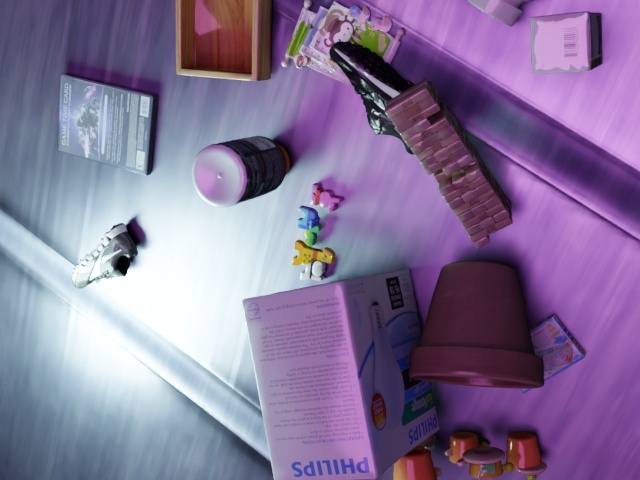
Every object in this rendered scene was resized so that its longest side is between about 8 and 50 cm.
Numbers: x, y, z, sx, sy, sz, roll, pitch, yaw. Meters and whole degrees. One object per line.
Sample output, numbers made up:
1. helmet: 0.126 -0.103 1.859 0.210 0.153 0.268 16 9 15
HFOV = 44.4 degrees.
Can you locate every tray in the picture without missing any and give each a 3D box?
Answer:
1. tray: -0.204 -0.557 1.669 0.203 0.076 0.410 9 108 22

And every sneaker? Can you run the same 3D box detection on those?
1. sneaker: -0.543 0.066 1.985 0.234 0.078 0.106 -44 82 25
2. sneaker: 0.116 -0.277 1.571 0.283 0.107 0.124 38 122 2

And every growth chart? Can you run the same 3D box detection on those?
1. growth chart: 0.045 -0.406 1.626 0.237 0.021 0.172 24 113 15

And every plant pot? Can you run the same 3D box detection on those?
1. plant pot: 0.309 0.167 1.543 0.263 0.263 0.229 -1 75 24

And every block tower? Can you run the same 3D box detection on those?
1. block tower: 0.254 -0.149 1.504 0.097 0.091 0.335 -28 112 21

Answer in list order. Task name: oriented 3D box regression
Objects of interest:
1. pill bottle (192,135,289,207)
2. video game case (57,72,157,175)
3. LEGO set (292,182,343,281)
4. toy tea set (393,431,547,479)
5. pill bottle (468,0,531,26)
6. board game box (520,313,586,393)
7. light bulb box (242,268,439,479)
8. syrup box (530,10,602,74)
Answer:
1. pill bottle: -0.154 -0.152 1.656 0.130 0.246 0.130 6 104 23
2. video game case: -0.524 -0.284 1.913 0.274 0.026 0.196 17 110 21
3. LEGO set: 0.000 0.000 1.718 0.093 0.087 0.227 15 111 20
4. toy tea set: 0.302 0.487 1.653 0.336 0.200 0.124 -5 93 20
5. pill bottle: 0.362 -0.505 1.399 0.121 0.121 0.221 37 115 11
6. board game box: 0.448 0.234 1.611 0.154 0.026 0.103 -39 86 28
7. light bulb box: 0.052 0.260 1.580 0.225 0.358 0.361 -12 87 27
8. syrup box: 0.427 -0.341 1.348 0.096 0.237 0.093 1 105 25
